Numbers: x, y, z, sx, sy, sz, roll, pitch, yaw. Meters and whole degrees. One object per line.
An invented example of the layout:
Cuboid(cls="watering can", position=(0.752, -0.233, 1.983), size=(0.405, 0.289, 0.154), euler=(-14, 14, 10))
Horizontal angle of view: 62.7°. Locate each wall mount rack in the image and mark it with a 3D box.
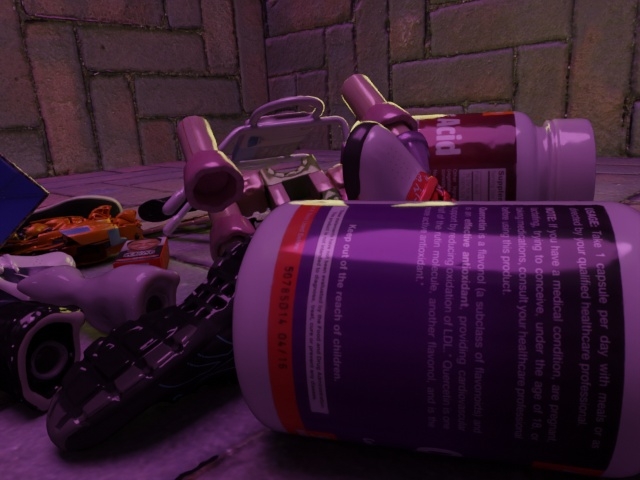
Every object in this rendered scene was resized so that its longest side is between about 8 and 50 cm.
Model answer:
Cuboid(cls="wall mount rack", position=(-0.118, -0.111, 0.871), size=(0.303, 0.131, 0.350), euler=(-12, -5, -18))

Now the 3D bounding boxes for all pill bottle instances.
Cuboid(cls="pill bottle", position=(0.256, -0.113, 0.936), size=(0.391, 0.224, 0.224), euler=(1, 15, 15))
Cuboid(cls="pill bottle", position=(0.113, 0.062, 0.378), size=(0.322, 0.182, 0.181), euler=(2, 15, 17))

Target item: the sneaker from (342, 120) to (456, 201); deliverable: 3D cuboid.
Cuboid(cls="sneaker", position=(0.131, -0.003, 0.499), size=(0.144, 0.270, 0.090), euler=(6, 50, 38))

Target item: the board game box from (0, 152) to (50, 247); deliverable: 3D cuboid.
Cuboid(cls="board game box", position=(-0.581, -0.038, 0.768), size=(0.290, 0.141, 0.232), euler=(10, 59, 42))

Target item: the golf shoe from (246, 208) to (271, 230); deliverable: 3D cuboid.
Cuboid(cls="golf shoe", position=(-0.083, -0.029, 1.024), size=(0.176, 0.069, 0.086), euler=(-3, 17, 42))

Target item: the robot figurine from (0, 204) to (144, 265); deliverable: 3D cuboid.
Cuboid(cls="robot figurine", position=(-0.476, 0.004, 0.915), size=(0.211, 0.085, 0.290), euler=(9, 19, 42))

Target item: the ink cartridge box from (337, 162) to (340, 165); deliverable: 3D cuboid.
Cuboid(cls="ink cartridge box", position=(0.164, -0.151, 1.220), size=(0.230, 0.078, 0.134), euler=(1, 15, 14))

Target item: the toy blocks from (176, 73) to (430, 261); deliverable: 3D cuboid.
Cuboid(cls="toy blocks", position=(0.000, 0.000, 0.678), size=(0.288, 0.309, 0.260), euler=(-18, 50, -12))

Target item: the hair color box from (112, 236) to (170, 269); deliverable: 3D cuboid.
Cuboid(cls="hair color box", position=(-0.286, 0.032, 0.850), size=(0.071, 0.043, 0.141), euler=(-7, 14, -11))

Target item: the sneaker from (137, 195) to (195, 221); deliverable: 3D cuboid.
Cuboid(cls="sneaker", position=(-0.302, -0.079, 1.145), size=(0.170, 0.051, 0.089), euler=(-15, 4, 9))

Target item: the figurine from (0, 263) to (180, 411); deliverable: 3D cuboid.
Cuboid(cls="figurine", position=(-0.295, 0.077, 0.569), size=(0.209, 0.093, 0.215), euler=(7, 16, 26))

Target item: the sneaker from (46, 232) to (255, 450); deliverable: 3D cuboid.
Cuboid(cls="sneaker", position=(-0.101, 0.097, 0.467), size=(0.267, 0.106, 0.101), euler=(-37, 32, -28))

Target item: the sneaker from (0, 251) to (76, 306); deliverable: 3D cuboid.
Cuboid(cls="sneaker", position=(-0.432, 0.022, 0.644), size=(0.234, 0.153, 0.094), euler=(-19, 32, -33))

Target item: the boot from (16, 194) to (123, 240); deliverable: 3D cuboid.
Cuboid(cls="boot", position=(-0.579, -0.056, 1.178), size=(0.244, 0.089, 0.176), euler=(-14, 16, -25))

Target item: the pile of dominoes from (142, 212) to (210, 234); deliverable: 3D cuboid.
Cuboid(cls="pile of dominoes", position=(-0.248, -0.065, 1.130), size=(0.251, 0.040, 0.196), euler=(-8, 10, 31))
